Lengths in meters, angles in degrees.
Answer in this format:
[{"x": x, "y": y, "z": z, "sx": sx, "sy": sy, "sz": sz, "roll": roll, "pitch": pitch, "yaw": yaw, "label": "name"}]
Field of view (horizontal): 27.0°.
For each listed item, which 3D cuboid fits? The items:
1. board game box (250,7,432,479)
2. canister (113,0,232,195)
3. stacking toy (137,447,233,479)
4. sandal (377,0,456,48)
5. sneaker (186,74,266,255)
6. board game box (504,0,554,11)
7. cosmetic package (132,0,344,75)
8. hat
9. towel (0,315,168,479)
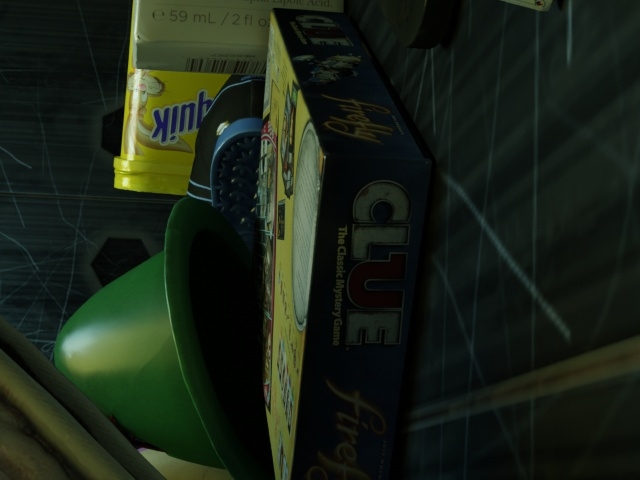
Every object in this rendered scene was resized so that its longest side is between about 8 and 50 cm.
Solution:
[{"x": 0.000, "y": 0.000, "z": 0.616, "sx": 0.243, "sy": 0.042, "sz": 0.165, "roll": -105, "pitch": 20, "yaw": -67, "label": "board game box"}, {"x": -0.090, "y": -0.120, "z": 1.022, "sx": 0.073, "sy": 0.126, "sz": 0.170, "roll": -139, "pitch": 54, "yaw": -81, "label": "canister"}, {"x": -0.091, "y": 0.182, "z": 0.949, "sx": 0.330, "sy": 0.141, "sz": 0.141, "roll": -123, "pitch": 36, "yaw": -85, "label": "stacking toy"}, {"x": 0.019, "y": -0.130, "z": 0.522, "sx": 0.179, "sy": 0.040, "sz": 0.067, "roll": -100, "pitch": 14, "yaw": -58, "label": "sandal"}, {"x": -0.058, "y": -0.017, "z": 0.949, "sx": 0.090, "sy": 0.081, "sz": 0.232, "roll": -91, "pitch": 15, "yaw": -46, "label": "sneaker"}, {"x": -0.013, "y": -0.139, "z": 0.370, "sx": 0.060, "sy": 0.194, "sz": 0.194, "roll": 99, "pitch": 156, "yaw": -45, "label": "board game box"}, {"x": -0.045, "y": -0.213, "z": 0.755, "sx": 0.085, "sy": 0.117, "sz": 0.231, "roll": 152, "pitch": 119, "yaw": -80, "label": "cosmetic package"}, {"x": -0.127, "y": 0.080, "z": 0.735, "sx": 0.208, "sy": 0.183, "sz": 0.173, "roll": 58, "pitch": -161, "yaw": -46, "label": "hat"}, {"x": -0.098, "y": 0.141, "z": 0.469, "sx": 0.053, "sy": 0.332, "sz": 0.317, "roll": -41, "pitch": -19, "yaw": -33, "label": "towel"}]
